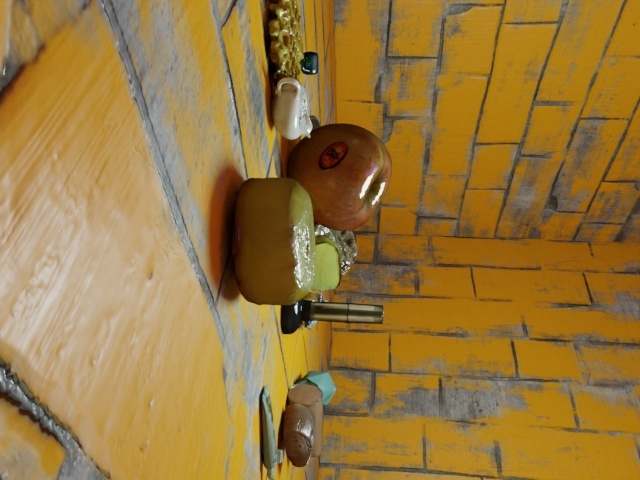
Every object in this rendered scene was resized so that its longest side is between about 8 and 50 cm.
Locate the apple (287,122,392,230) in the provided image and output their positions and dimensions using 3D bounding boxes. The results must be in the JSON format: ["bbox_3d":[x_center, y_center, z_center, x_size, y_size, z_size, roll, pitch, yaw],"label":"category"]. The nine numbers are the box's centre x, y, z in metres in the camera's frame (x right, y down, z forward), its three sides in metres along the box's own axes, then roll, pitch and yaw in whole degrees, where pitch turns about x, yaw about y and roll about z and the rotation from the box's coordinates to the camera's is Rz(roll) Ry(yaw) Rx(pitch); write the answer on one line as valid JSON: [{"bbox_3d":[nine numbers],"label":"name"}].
[{"bbox_3d":[0.050,-0.213,1.645,0.338,0.304,0.339,-48,155,-31],"label":"apple"}]

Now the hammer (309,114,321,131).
[{"bbox_3d":[-0.014,-0.355,1.872,0.041,0.158,0.227,96,-13,-57],"label":"hammer"}]

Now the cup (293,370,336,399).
[{"bbox_3d":[-0.027,0.577,2.015,0.148,0.134,0.236,-59,166,-5],"label":"cup"}]

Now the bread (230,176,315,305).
[{"bbox_3d":[-0.092,0.000,1.031,0.270,0.147,0.270,-2,90,-83],"label":"bread"}]

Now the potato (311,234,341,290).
[{"bbox_3d":[-0.006,0.074,2.024,0.272,0.160,0.111,84,-6,-45],"label":"potato"}]

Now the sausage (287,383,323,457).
[{"bbox_3d":[-0.052,0.635,1.830,0.123,0.123,0.253,-75,167,-67],"label":"sausage"}]

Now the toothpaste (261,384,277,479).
[{"bbox_3d":[-0.136,0.503,1.357,0.067,0.037,0.256,-64,151,-77],"label":"toothpaste"}]

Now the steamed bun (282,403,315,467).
[{"bbox_3d":[-0.065,0.630,1.684,0.145,0.106,0.175,-97,-178,-61],"label":"steamed bun"}]

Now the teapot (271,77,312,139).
[{"bbox_3d":[-0.076,-0.335,1.324,0.226,0.092,0.145,76,20,-70],"label":"teapot"}]

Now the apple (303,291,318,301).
[{"bbox_3d":[-0.050,0.227,1.899,0.071,0.083,0.084,-125,-148,-64],"label":"apple"}]

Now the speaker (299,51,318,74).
[{"bbox_3d":[-0.039,-0.615,1.820,0.094,0.060,0.076,-77,167,-63],"label":"speaker"}]

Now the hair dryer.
[{"bbox_3d":[0.028,0.262,1.721,0.284,0.319,0.156,104,-9,-62],"label":"hair dryer"}]

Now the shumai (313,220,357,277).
[{"bbox_3d":[-0.003,-0.001,2.197,0.283,0.216,0.346,32,43,-48],"label":"shumai"}]

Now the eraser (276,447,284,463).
[{"bbox_3d":[-0.125,0.657,1.598,0.083,0.019,0.038,75,18,-71],"label":"eraser"}]

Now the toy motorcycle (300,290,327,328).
[{"bbox_3d":[-0.033,0.272,2.040,0.221,0.102,0.150,71,34,-76],"label":"toy motorcycle"}]

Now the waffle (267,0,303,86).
[{"bbox_3d":[-0.086,-0.516,1.366,0.312,0.060,0.308,82,12,-52],"label":"waffle"}]
